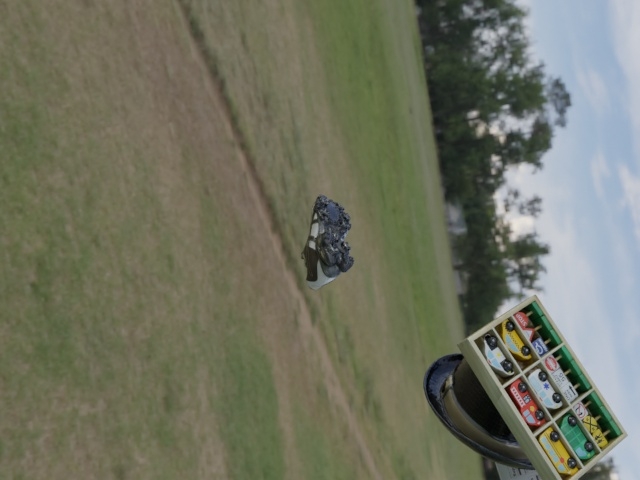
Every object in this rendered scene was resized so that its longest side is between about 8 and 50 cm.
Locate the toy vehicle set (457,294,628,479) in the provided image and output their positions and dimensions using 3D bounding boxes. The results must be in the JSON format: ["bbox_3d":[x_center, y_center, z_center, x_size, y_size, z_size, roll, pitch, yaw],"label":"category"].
[{"bbox_3d":[0.350,0.236,1.345,0.267,0.166,0.035,58,-32,7],"label":"toy vehicle set"}]

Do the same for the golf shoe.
[{"bbox_3d":[0.000,0.000,1.414,0.077,0.094,0.198,32,30,-19],"label":"golf shoe"}]

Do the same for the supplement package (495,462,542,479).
[{"bbox_3d":[0.455,0.495,1.808,0.262,0.145,0.204,52,20,-69],"label":"supplement package"}]

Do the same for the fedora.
[{"bbox_3d":[0.351,0.260,1.554,0.334,0.334,0.153,-83,-167,-65],"label":"fedora"}]
